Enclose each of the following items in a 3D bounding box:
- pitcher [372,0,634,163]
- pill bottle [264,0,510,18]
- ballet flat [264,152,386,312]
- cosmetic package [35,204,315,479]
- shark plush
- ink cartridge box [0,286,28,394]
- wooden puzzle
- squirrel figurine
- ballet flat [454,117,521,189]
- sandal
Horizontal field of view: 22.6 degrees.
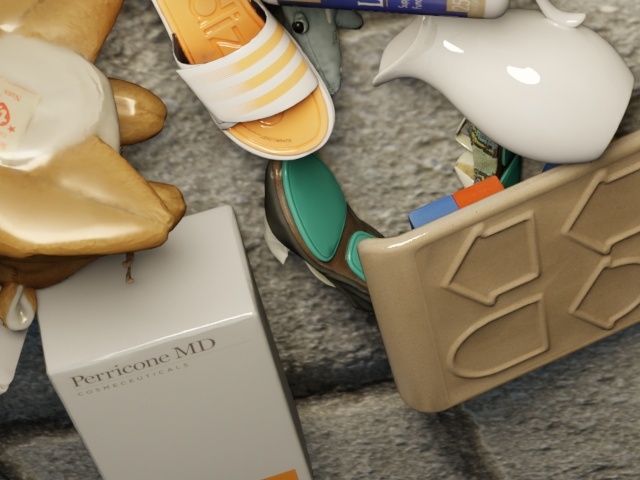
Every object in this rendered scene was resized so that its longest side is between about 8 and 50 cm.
[{"bbox_3d":[0.172,-0.167,1.384,0.207,0.125,0.178,24,127,-3],"label":"pitcher"},{"bbox_3d":[0.021,-0.256,1.249,0.265,0.153,0.153,4,144,6],"label":"pill bottle"},{"bbox_3d":[0.000,0.000,1.657,0.096,0.095,0.280,-4,144,36],"label":"ballet flat"},{"bbox_3d":[-0.151,0.180,1.820,0.230,0.161,0.453,-16,141,-1],"label":"cosmetic package"},{"bbox_3d":[-0.009,-0.203,1.398,0.073,0.067,0.161,0,143,12],"label":"shark plush"},{"bbox_3d":[-0.447,0.101,1.777,0.121,0.211,0.289,35,135,-30],"label":"ink cartridge box"},{"bbox_3d":[0.218,0.018,1.585,0.348,0.080,0.322,-20,144,-1],"label":"wooden puzzle"},{"bbox_3d":[-0.328,-0.049,1.493,0.397,0.281,0.370,-14,167,-13],"label":"squirrel figurine"},{"bbox_3d":[0.161,-0.082,1.547,0.070,0.070,0.188,5,142,5],"label":"ballet flat"},{"bbox_3d":[-0.088,-0.172,1.357,0.102,0.076,0.265,-31,105,12],"label":"sandal"}]
